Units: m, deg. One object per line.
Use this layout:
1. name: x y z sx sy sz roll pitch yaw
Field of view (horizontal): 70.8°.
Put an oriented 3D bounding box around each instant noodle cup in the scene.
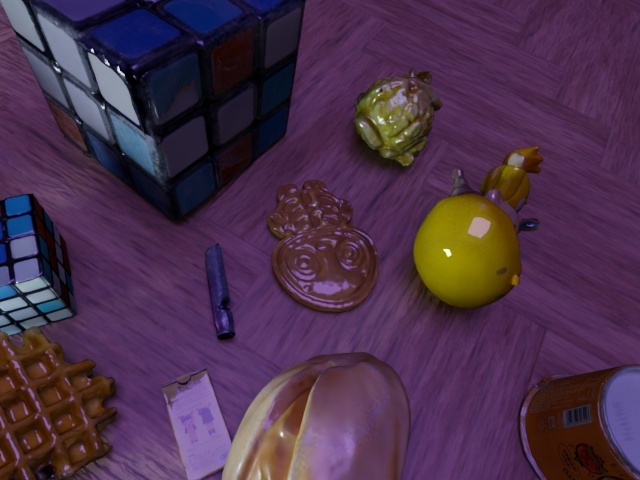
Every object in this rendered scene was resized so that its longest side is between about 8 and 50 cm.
1. instant noodle cup: 0.437 0.285 0.662 0.216 0.172 0.215 4 59 -6

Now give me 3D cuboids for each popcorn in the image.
1. popcorn: 0.163 -0.273 0.967 0.167 0.185 0.187 25 47 -14

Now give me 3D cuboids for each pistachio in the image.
1. pistachio: 0.003 0.280 0.582 0.230 0.230 0.308 22 61 5

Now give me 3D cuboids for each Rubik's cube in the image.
1. Rubik's cube: -0.480 0.046 0.679 0.154 0.155 0.151 -16 64 -17
2. Rubik's cube: -0.273 -0.313 0.820 0.362 0.363 0.359 34 61 14

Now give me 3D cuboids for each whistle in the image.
1. whistle: -0.174 0.086 0.773 0.033 0.033 0.176 -9 61 -14

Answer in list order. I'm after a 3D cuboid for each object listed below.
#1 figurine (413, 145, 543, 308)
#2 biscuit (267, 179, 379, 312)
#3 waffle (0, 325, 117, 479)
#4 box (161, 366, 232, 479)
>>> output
1. figurine: 0.304 -0.027 0.824 0.187 0.215 0.344 13 42 37
2. biscuit: 0.000 -0.001 0.852 0.202 0.044 0.288 -8 62 -13
3. waffle: -0.402 0.245 0.556 0.283 0.065 0.309 27 47 -25
4. box: -0.180 0.269 0.665 0.073 0.020 0.149 -18 63 -18
